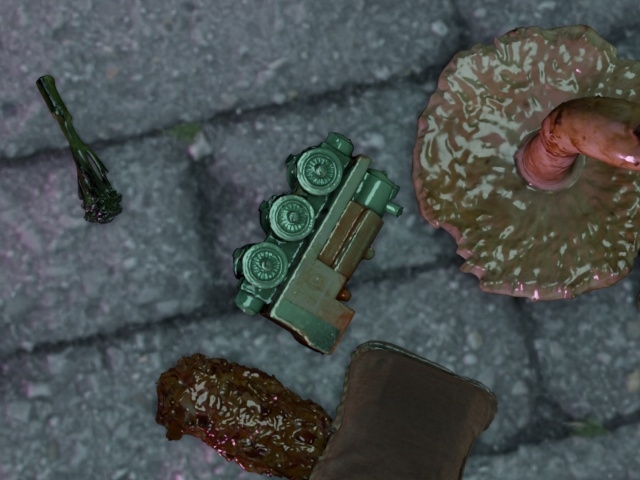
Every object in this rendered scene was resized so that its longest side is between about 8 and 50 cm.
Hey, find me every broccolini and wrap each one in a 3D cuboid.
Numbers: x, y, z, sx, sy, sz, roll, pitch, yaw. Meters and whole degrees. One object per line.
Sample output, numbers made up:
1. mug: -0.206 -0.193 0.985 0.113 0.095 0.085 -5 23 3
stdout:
1. broccolini: -0.213 -0.077 1.631 0.035 0.030 0.140 -33 82 32

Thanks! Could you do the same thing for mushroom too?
1. mushroom: 0.200 -0.099 1.519 0.233 0.302 0.208 31 58 8

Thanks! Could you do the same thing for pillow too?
1. pillow: 0.063 0.181 1.571 0.135 0.034 0.211 24 53 0

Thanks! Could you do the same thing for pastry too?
1. pastry: -0.062 0.151 1.597 0.169 0.063 0.087 21 88 -1

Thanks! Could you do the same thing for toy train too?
1. toy train: 0.000 0.000 1.610 0.118 0.074 0.176 32 81 -9

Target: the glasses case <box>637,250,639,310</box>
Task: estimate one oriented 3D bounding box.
1. glasses case: 0.312 -0.025 1.603 0.070 0.102 0.193 20 86 6
